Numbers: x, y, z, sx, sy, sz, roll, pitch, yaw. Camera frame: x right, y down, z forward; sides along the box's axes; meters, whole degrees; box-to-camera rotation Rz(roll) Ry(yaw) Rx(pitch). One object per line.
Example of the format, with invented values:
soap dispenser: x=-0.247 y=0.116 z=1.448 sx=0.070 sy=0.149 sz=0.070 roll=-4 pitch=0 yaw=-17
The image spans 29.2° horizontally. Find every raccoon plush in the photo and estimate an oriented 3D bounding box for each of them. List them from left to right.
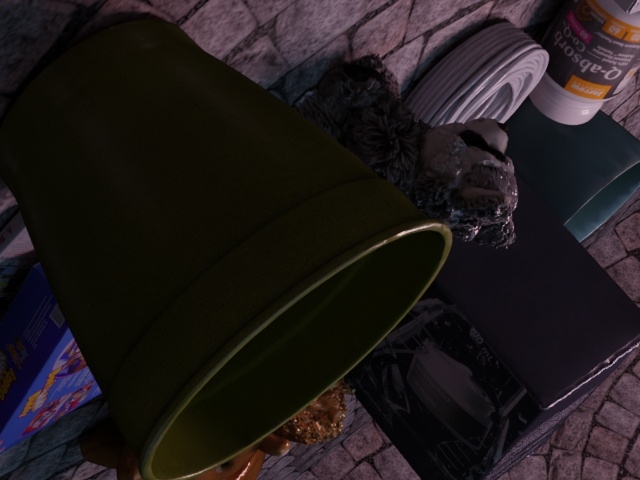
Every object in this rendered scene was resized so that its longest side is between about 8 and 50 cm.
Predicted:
raccoon plush: x=0.059 y=-0.026 z=1.658 sx=0.446 sy=0.299 sz=0.216 roll=-45 pitch=163 yaw=16

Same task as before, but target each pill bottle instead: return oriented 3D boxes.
pill bottle: x=0.448 y=-0.323 z=1.988 sx=0.162 sy=0.162 sz=0.278 roll=-29 pitch=159 yaw=-33

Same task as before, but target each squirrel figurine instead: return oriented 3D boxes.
squirrel figurine: x=-0.149 y=0.290 z=1.986 sx=0.397 sy=0.281 sz=0.370 roll=-35 pitch=169 yaw=-28

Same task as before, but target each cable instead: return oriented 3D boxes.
cable: x=0.235 y=-0.224 z=1.906 sx=0.257 sy=0.089 sz=0.257 roll=-24 pitch=156 yaw=-45

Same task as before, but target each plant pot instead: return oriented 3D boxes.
plant pot: x=-0.126 y=-0.014 z=1.199 sx=0.366 sy=0.353 sz=0.366 roll=-37 pitch=163 yaw=-14
plant pot: x=0.441 y=-0.139 z=2.304 sx=0.293 sy=0.235 sz=0.293 roll=-36 pitch=162 yaw=-14

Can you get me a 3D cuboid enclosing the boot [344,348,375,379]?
boot: x=-0.023 y=0.196 z=2.207 sx=0.246 sy=0.161 sz=0.083 roll=-36 pitch=-155 yaw=53

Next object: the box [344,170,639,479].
box: x=0.250 y=0.148 z=2.189 sx=0.297 sy=0.480 sz=0.472 roll=-29 pitch=159 yaw=-31

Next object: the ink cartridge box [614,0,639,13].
ink cartridge box: x=0.433 y=-0.405 z=1.764 sx=0.109 sy=0.150 sz=0.063 roll=-25 pitch=157 yaw=-42

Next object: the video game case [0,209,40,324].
video game case: x=-0.337 y=0.033 z=1.433 sx=0.183 sy=0.023 sz=0.201 roll=-45 pitch=164 yaw=14

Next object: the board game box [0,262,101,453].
board game box: x=-0.308 y=0.118 z=1.544 sx=0.233 sy=0.078 sz=0.347 roll=-30 pitch=164 yaw=-48
